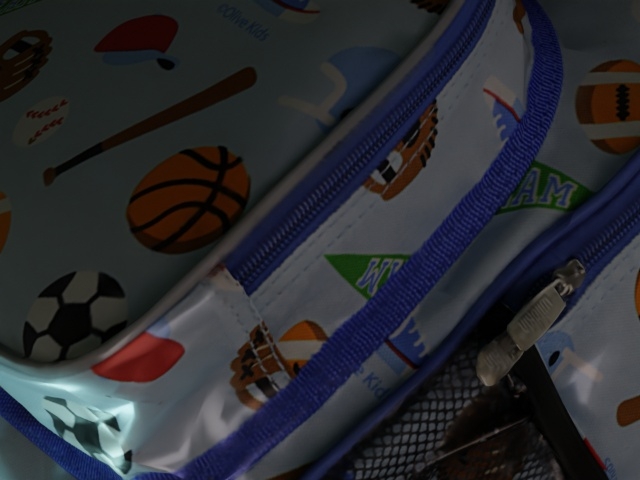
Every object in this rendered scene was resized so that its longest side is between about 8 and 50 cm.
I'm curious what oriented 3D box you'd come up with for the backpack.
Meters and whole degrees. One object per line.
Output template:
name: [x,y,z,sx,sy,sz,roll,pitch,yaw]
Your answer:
backpack: [0.000,0.000,0.529,0.263,0.276,0.213,-37,132,-19]
